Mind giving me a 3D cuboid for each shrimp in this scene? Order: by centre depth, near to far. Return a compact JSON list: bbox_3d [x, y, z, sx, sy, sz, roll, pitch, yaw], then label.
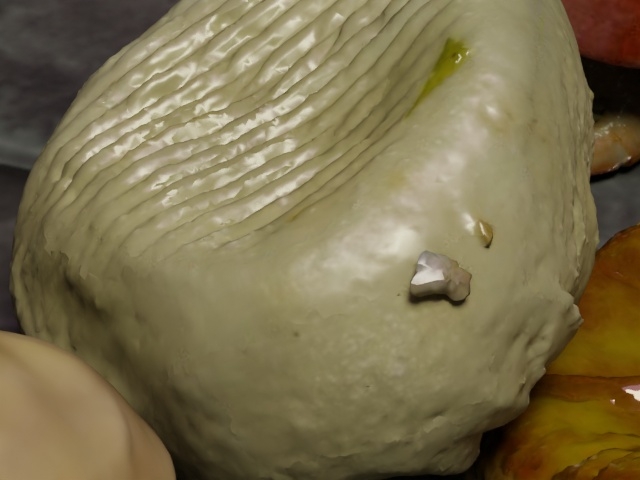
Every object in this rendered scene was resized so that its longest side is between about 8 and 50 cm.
[{"bbox_3d":[0.093,-0.072,0.879,0.162,0.045,0.095,9,68,-6],"label":"shrimp"}]

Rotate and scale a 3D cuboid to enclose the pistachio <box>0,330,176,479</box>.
[{"bbox_3d":[-0.196,0.127,0.554,0.318,0.193,0.214,-9,14,-6],"label":"pistachio"}]

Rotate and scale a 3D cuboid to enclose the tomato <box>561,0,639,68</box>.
[{"bbox_3d":[0.163,-0.223,0.904,0.309,0.170,0.309,8,32,-5],"label":"tomato"}]

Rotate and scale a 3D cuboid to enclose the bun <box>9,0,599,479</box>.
[{"bbox_3d":[0.000,0.000,0.706,0.259,0.160,0.259,-17,40,14],"label":"bun"}]

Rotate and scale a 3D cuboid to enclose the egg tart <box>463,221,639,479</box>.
[{"bbox_3d":[0.192,0.058,0.668,0.294,0.116,0.295,-28,17,10],"label":"egg tart"}]
